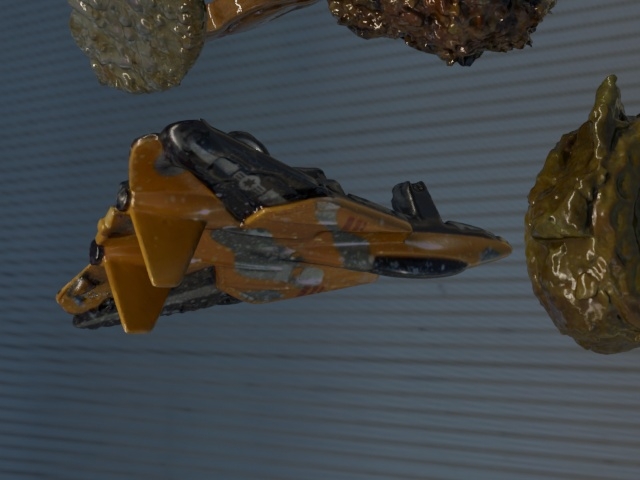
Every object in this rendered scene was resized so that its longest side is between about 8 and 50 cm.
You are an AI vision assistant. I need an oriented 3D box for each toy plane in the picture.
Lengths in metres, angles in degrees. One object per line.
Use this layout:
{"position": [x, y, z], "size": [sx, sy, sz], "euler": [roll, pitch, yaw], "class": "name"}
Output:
{"position": [-0.005, -0.010, 1.055], "size": [0.204, 0.316, 0.103], "euler": [-56, 51, 43], "class": "toy plane"}

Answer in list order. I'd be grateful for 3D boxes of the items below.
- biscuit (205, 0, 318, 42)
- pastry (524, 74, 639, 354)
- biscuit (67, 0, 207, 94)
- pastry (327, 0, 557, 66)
{"position": [-0.045, -0.262, 1.700], "size": [0.295, 0.186, 0.044], "euler": [-21, 93, 4], "class": "biscuit"}
{"position": [0.296, -0.008, 1.558], "size": [0.132, 0.235, 0.240], "euler": [-10, 59, 52], "class": "pastry"}
{"position": [-0.148, -0.207, 1.283], "size": [0.141, 0.038, 0.290], "euler": [35, 149, 15], "class": "biscuit"}
{"position": [0.115, -0.289, 1.470], "size": [0.275, 0.275, 0.193], "euler": [47, 141, 42], "class": "pastry"}
